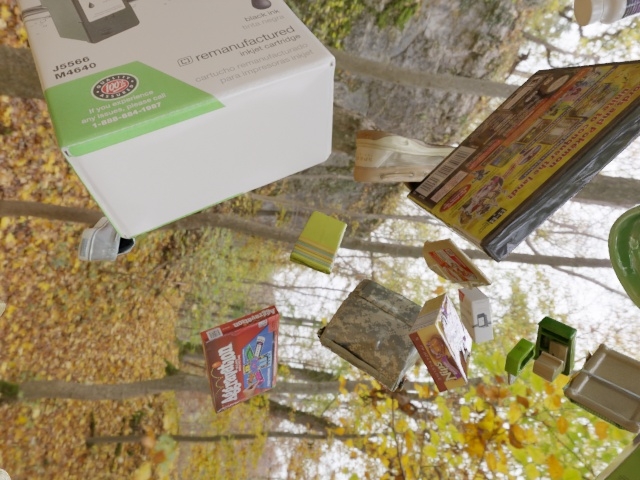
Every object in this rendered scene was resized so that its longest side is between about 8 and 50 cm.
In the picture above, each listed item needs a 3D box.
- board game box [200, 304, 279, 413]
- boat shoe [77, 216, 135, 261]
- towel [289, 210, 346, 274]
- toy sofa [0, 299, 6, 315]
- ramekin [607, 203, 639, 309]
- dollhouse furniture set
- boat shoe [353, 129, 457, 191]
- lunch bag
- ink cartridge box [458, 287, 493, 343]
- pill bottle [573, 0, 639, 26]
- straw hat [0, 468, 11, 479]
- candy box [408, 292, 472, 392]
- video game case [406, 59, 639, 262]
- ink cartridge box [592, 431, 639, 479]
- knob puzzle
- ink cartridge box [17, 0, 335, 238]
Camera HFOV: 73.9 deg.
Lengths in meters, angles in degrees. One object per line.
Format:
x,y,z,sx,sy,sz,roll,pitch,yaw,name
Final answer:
-0.157,0.249,0.862,0.027,0.145,0.281,54,-30,37,board game box
-0.425,0.004,0.872,0.227,0.081,0.079,-145,-111,-72,boat shoe
0.000,0.000,1.060,0.237,0.102,0.021,-67,-179,-58,towel
-0.339,0.024,0.123,0.150,0.363,0.177,-25,-141,64,toy sofa
0.591,0.038,0.589,0.303,0.148,0.303,56,-4,6,ramekin
0.638,0.351,1.036,0.302,0.198,0.151,26,-40,45,dollhouse furniture set
0.212,-0.148,0.890,0.122,0.342,0.110,25,-72,61,boat shoe
0.174,0.304,1.356,0.256,0.305,0.212,-40,153,-44,lunch bag
0.498,0.237,1.369,0.109,0.063,0.150,-108,-174,-74,ink cartridge box
0.684,-0.552,0.949,0.108,0.194,0.108,-16,90,-82,pill bottle
-0.592,0.479,0.761,0.144,0.061,0.144,-8,90,-79,straw hat
0.218,0.173,0.753,0.053,0.187,0.109,-29,-92,25,candy box
0.259,-0.116,0.549,0.275,0.035,0.248,-44,-161,7,video game case
0.424,0.353,0.595,0.062,0.109,0.209,43,-59,37,ink cartridge box
0.365,0.063,1.190,0.030,0.213,0.213,-48,-171,-18,knob puzzle
-0.139,-0.166,0.390,0.272,0.199,0.114,57,-17,27,ink cartridge box
